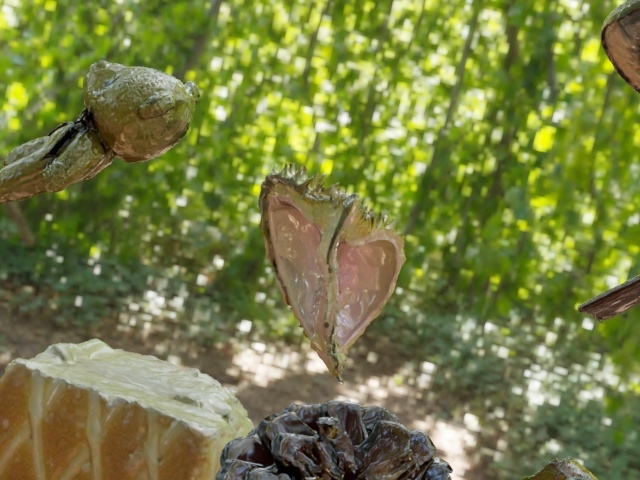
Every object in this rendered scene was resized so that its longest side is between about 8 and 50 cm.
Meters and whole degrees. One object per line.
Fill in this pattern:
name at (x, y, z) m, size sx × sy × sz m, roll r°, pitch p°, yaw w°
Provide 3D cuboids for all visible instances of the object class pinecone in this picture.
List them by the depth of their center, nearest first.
pinecone at (0.010, 0.214, 0.925) m, size 0.221 × 0.222 × 0.221 m, roll 13°, pitch 8°, yaw -2°

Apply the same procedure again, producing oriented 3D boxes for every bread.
bread at (-0.319, 0.381, 1.891) m, size 0.371 × 0.390 × 0.279 m, roll 16°, pitch 4°, yaw 17°

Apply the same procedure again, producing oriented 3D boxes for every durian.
durian at (-0.006, 0.003, 1.586) m, size 0.195 × 0.305 × 0.185 m, roll 29°, pitch 57°, yaw 30°

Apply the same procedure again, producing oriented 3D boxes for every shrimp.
shrimp at (0.481, -0.248, 1.651) m, size 0.222 × 0.054 × 0.290 m, roll 47°, pitch -15°, yaw 7°

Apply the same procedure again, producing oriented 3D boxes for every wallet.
wallet at (0.483, 0.071, 1.877) m, size 0.095 × 0.176 × 0.026 m, roll 18°, pitch 47°, yaw -51°

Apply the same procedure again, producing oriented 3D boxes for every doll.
doll at (-0.209, -0.099, 1.101) m, size 0.209 × 0.097 × 0.137 m, roll -22°, pitch 13°, yaw 15°

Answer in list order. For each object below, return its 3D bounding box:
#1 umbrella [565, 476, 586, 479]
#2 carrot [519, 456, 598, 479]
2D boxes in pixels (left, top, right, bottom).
umbrella at (0.331, 0.335, 1.627) m, size 0.046 × 0.050 × 0.188 m, roll 6°, pitch -3°, yaw 16°
carrot at (0.445, 0.448, 1.902) m, size 0.302 × 0.114 × 0.114 m, roll 44°, pitch 20°, yaw 22°
